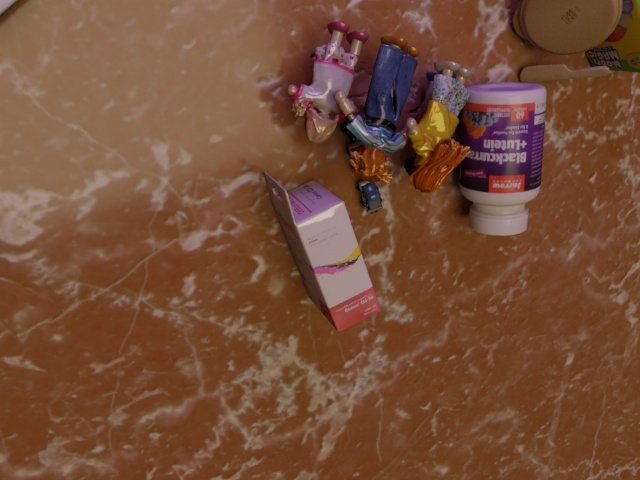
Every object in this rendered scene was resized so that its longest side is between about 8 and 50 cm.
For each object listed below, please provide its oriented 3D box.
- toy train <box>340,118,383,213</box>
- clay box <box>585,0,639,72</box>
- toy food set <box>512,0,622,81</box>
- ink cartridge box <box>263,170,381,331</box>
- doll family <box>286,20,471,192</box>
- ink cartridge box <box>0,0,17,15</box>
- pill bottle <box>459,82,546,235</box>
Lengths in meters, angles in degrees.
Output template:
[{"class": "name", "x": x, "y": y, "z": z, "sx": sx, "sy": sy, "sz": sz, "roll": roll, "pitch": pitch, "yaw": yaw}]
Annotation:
[{"class": "toy train", "x": 0.054, "y": -0.104, "z": 0.830, "sx": 0.027, "sy": 0.036, "sz": 0.158, "roll": -23, "pitch": 115, "yaw": -13}, {"class": "clay box", "x": 0.394, "y": -0.303, "z": 0.845, "sx": 0.053, "sy": 0.127, "sz": 0.222, "roll": -39, "pitch": 116, "yaw": -6}, {"class": "toy food set", "x": 0.316, "y": -0.298, "z": 0.822, "sx": 0.133, "sy": 0.038, "sz": 0.192, "roll": 3, "pitch": 138, "yaw": 21}, {"class": "ink cartridge box", "x": 0.000, "y": 0.000, "z": 0.801, "sx": 0.067, "sy": 0.115, "sz": 0.198, "roll": -26, "pitch": 116, "yaw": -11}, {"class": "doll family", "x": 0.094, "y": -0.143, "z": 0.755, "sx": 0.263, "sy": 0.118, "sz": 0.163, "roll": 14, "pitch": 92, "yaw": -34}, {"class": "ink cartridge box", "x": -0.399, "y": -0.333, "z": 0.570, "sx": 0.385, "sy": 0.091, "sz": 0.308, "roll": -50, "pitch": 118, "yaw": -18}, {"class": "pill bottle", "x": 0.243, "y": -0.110, "z": 0.862, "sx": 0.108, "sy": 0.108, "sz": 0.193, "roll": -10, "pitch": 111, "yaw": -18}]
